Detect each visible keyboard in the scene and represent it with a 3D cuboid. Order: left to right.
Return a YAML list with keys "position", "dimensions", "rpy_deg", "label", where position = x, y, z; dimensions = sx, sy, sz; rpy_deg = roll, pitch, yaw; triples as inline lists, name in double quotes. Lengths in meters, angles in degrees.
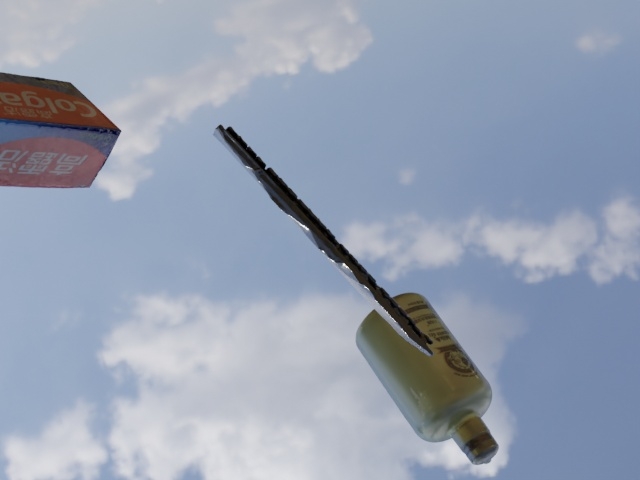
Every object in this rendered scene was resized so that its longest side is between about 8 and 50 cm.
- position: [0.001, -0.001, 0.640]
  dimensions: [0.015, 0.196, 0.074]
  rpy_deg: [-43, -172, 0]
  label: "keyboard"

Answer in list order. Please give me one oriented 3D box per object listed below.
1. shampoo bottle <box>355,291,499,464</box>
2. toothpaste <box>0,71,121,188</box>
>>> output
- position: [0.101, 0.127, 0.873]
  dimensions: [0.079, 0.079, 0.162]
  rpy_deg: [-21, -123, -22]
  label: "shampoo bottle"
- position: [-0.280, -0.083, 0.686]
  dimensions: [0.076, 0.066, 0.320]
  rpy_deg: [42, -158, 21]
  label: "toothpaste"
